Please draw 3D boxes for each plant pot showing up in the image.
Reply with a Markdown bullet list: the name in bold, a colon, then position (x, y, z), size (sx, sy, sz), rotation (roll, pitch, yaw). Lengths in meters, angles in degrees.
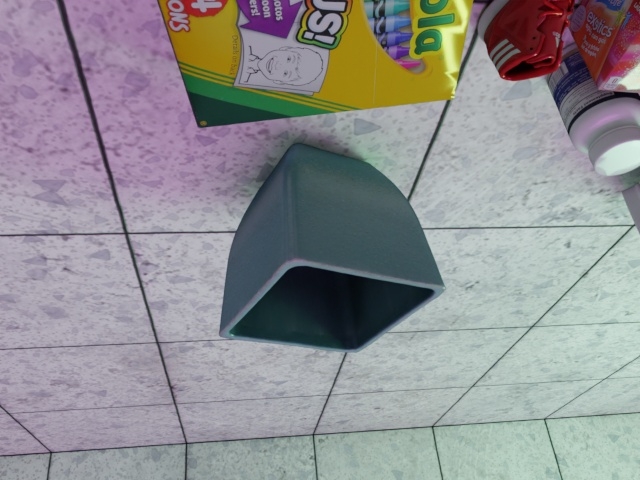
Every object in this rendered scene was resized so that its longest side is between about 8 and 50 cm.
- **plant pot**: position (0.000, 0.000, 0.907), size (0.247, 0.252, 0.247), rotation (12, 145, -27)

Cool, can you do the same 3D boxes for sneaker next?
- **sneaker**: position (0.269, -0.264, 0.649), size (0.087, 0.128, 0.221), rotation (7, 146, -20)

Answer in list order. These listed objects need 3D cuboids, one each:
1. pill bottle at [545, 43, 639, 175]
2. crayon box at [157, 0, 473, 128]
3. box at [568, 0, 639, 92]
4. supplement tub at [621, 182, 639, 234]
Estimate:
- **pill bottle**: position (0.365, -0.172, 0.776), size (0.094, 0.169, 0.094), rotation (-5, 149, -3)
- **crayon box**: position (-0.005, -0.285, 0.587), size (0.313, 0.106, 0.363), rotation (-6, 148, -1)
- **box**: position (0.450, -0.256, 0.700), size (0.256, 0.123, 0.128), rotation (1, 147, -12)
- **supplement tub**: position (0.688, -0.060, 0.958), size (0.316, 0.228, 0.228), rotation (-26, 143, 29)
